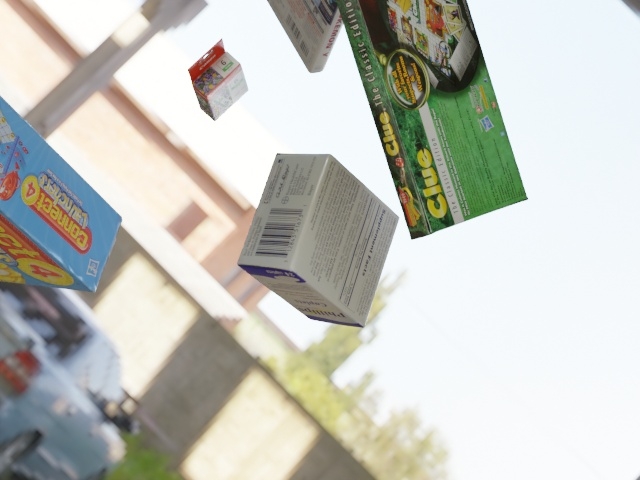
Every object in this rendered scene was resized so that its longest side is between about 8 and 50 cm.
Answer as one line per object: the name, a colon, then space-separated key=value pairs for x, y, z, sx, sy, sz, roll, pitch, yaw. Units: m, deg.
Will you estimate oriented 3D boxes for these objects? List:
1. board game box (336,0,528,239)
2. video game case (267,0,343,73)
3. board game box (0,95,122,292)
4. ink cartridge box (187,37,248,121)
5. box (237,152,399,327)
board game box: x=0.092 y=-0.141 z=1.368 sx=0.030 sy=0.136 sz=0.259 roll=-16 pitch=-88 yaw=46
video game case: x=-0.019 y=-0.325 z=1.812 sx=0.201 sy=0.023 sz=0.183 roll=62 pitch=-34 yaw=29
board game box: x=-0.392 y=-0.067 z=1.492 sx=0.302 sy=0.086 sz=0.308 roll=6 pitch=-25 yaw=28
ink cartridge box: x=-0.127 y=-0.199 z=1.970 sx=0.029 sy=0.063 sz=0.115 roll=42 pitch=-11 yaw=17
box: x=0.000 y=0.000 z=1.544 sx=0.072 sy=0.126 sz=0.137 roll=3 pitch=-25 yaw=38
